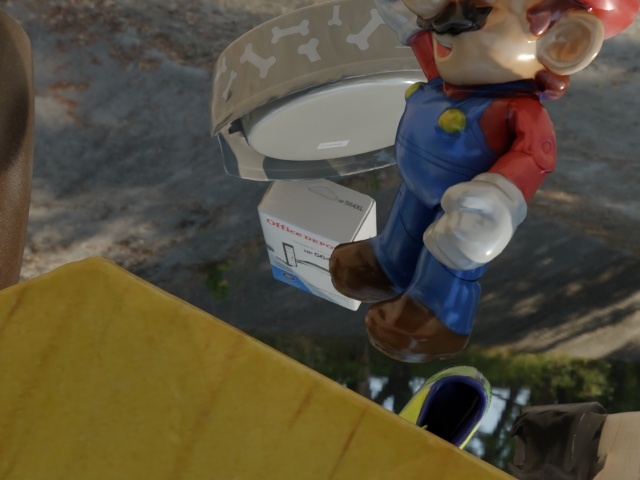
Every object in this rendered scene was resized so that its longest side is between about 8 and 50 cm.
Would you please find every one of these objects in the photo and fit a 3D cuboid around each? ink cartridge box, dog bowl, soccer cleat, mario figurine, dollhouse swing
[{"bbox_3d":[0.000,0.000,1.267,0.148,0.086,0.203,21,154,17],"label":"ink cartridge box"},{"bbox_3d":[0.029,-0.172,1.036,0.348,0.102,0.349,-9,168,-2],"label":"dog bowl"},{"bbox_3d":[0.101,0.268,1.059,0.093,0.289,0.121,39,174,5],"label":"soccer cleat"},{"bbox_3d":[0.074,-0.090,0.573,0.198,0.321,0.170,29,-158,27],"label":"mario figurine"},{"bbox_3d":[-0.078,0.214,0.458,0.346,0.315,0.305,28,170,1],"label":"dollhouse swing"}]

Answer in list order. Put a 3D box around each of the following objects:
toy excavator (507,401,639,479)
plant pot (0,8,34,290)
[{"bbox_3d":[0.321,0.288,0.662,0.222,0.445,0.433,-11,-149,32],"label":"toy excavator"},{"bbox_3d":[-0.311,-0.071,0.669,0.215,0.231,0.215,10,157,4],"label":"plant pot"}]
